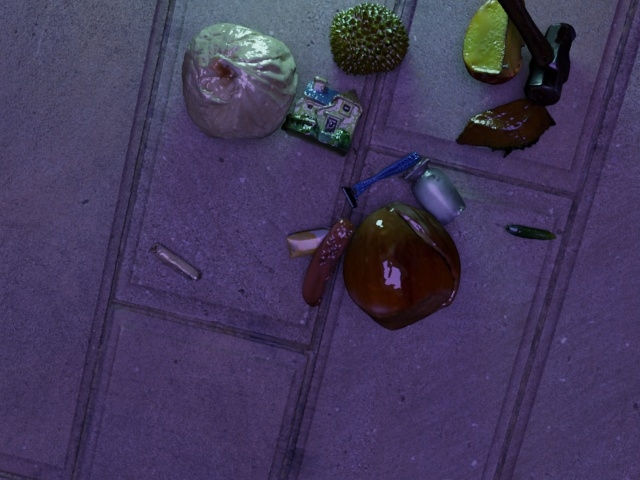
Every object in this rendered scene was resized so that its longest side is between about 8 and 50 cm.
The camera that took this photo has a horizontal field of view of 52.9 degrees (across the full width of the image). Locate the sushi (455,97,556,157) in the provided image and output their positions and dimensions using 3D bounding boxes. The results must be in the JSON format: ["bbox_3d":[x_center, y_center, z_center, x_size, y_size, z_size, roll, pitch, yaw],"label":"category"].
[{"bbox_3d":[0.552,-0.316,1.883,0.287,0.140,0.149,-22,58,5],"label":"sushi"}]

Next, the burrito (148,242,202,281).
[{"bbox_3d":[-0.455,0.071,2.017,0.185,0.041,0.045,37,55,-1],"label":"burrito"}]

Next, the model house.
[{"bbox_3d":[0.013,-0.371,1.876,0.214,0.195,0.189,23,90,1],"label":"model house"}]

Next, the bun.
[{"bbox_3d":[-0.250,-0.454,1.827,0.349,0.227,0.352,-22,82,19],"label":"bun"}]

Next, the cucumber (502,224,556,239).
[{"bbox_3d":[0.632,-0.023,1.957,0.168,0.039,0.039,10,97,-1],"label":"cucumber"}]

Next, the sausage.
[{"bbox_3d":[0.012,0.074,1.925,0.087,0.079,0.326,7,125,-28],"label":"sausage"}]

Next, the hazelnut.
[{"bbox_3d":[0.225,0.072,1.850,0.315,0.372,0.372,-7,98,43],"label":"hazelnut"}]

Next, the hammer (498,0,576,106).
[{"bbox_3d":[0.554,-0.571,1.733,0.409,0.095,0.242,37,65,-37],"label":"hammer"}]

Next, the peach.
[{"bbox_3d":[0.496,-0.579,1.839,0.154,0.159,0.267,6,91,33],"label":"peach"}]

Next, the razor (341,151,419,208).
[{"bbox_3d":[0.186,-0.196,1.955,0.253,0.042,0.082,-31,116,4],"label":"razor"}]

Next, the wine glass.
[{"bbox_3d":[0.340,-0.146,1.919,0.111,0.111,0.204,-40,89,6],"label":"wine glass"}]

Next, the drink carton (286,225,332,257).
[{"bbox_3d":[0.000,0.000,1.969,0.200,0.074,0.084,-9,98,2],"label":"drink carton"}]

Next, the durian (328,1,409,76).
[{"bbox_3d":[0.135,-0.579,1.854,0.237,0.176,0.200,5,77,13],"label":"durian"}]
